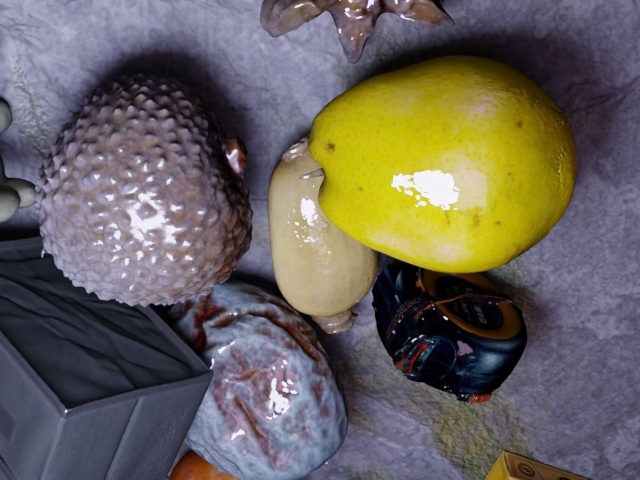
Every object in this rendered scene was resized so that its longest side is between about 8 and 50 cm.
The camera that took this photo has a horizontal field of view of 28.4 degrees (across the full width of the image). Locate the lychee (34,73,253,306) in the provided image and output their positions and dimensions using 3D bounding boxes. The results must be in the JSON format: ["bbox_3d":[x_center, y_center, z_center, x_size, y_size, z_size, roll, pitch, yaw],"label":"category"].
[{"bbox_3d":[-0.223,-0.063,1.621,0.300,0.300,0.300,-1,119,-1],"label":"lychee"}]

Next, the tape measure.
[{"bbox_3d":[0.180,0.125,1.775,0.223,0.202,0.135,14,121,-23],"label":"tape measure"}]

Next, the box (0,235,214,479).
[{"bbox_3d":[-0.354,0.169,1.663,0.251,0.345,0.204,-9,132,-48],"label":"box"}]

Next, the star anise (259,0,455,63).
[{"bbox_3d":[0.040,-0.368,1.556,0.315,0.108,0.315,-2,127,-2],"label":"star anise"}]

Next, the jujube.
[{"bbox_3d":[-0.108,0.196,1.801,0.247,0.215,0.308,-28,110,-4],"label":"jujube"}]

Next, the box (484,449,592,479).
[{"bbox_3d":[0.380,0.462,2.042,0.274,0.076,0.174,20,115,-12],"label":"box"}]

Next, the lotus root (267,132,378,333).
[{"bbox_3d":[0.003,0.001,1.744,0.146,0.131,0.303,-8,119,3],"label":"lotus root"}]

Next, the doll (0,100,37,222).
[{"bbox_3d":[-0.591,-0.122,1.601,0.379,0.252,0.382,-31,109,14],"label":"doll"}]

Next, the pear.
[{"bbox_3d":[0.158,-0.103,1.628,0.336,0.285,0.284,23,117,8],"label":"pear"}]

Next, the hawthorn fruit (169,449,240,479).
[{"bbox_3d":[-0.137,0.424,1.900,0.211,0.262,0.210,-1,116,-3],"label":"hawthorn fruit"}]
